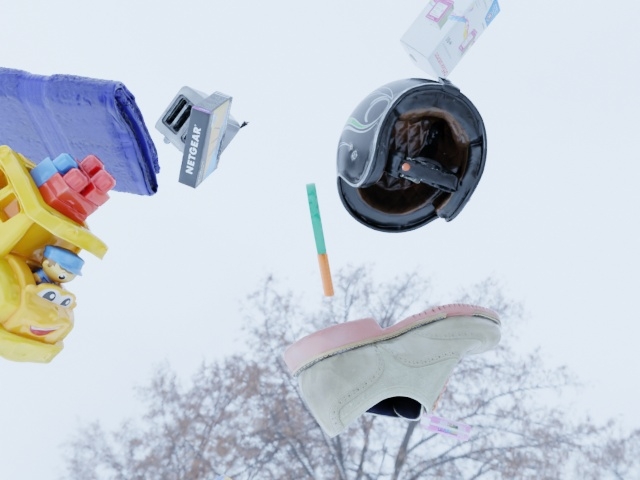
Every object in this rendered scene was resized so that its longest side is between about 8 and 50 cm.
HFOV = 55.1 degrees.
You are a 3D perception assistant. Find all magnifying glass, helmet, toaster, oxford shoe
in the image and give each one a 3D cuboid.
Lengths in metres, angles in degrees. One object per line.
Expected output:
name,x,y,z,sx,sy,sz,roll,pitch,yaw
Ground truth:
magnifying glass,0.000,0.000,1.201,0.026,0.092,0.231,-8,-72,0
helmet,0.094,-0.093,0.685,0.169,0.169,0.161,36,-7,-10
toaster,-0.320,-0.303,1.633,0.168,0.110,0.185,43,-78,13
oxford shoe,0.134,0.189,0.903,0.397,0.146,0.140,-6,-28,-33

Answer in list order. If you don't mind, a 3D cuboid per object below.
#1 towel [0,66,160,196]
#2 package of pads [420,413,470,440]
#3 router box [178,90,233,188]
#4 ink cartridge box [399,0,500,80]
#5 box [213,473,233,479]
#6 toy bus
towel,-0.417,-0.178,0.961,0.308,0.076,0.227,8,-37,9
package of pads,0.236,0.353,1.163,0.083,0.032,0.050,17,-10,-8
router box,-0.248,-0.218,1.328,0.046,0.133,0.179,21,-59,4
ink cartridge box,0.168,-0.277,0.792,0.052,0.088,0.122,44,-79,23
box,-0.153,0.338,0.734,0.081,0.136,0.028,-8,-75,58
toy bus,-0.323,-0.002,0.707,0.220,0.211,0.149,51,-2,27
